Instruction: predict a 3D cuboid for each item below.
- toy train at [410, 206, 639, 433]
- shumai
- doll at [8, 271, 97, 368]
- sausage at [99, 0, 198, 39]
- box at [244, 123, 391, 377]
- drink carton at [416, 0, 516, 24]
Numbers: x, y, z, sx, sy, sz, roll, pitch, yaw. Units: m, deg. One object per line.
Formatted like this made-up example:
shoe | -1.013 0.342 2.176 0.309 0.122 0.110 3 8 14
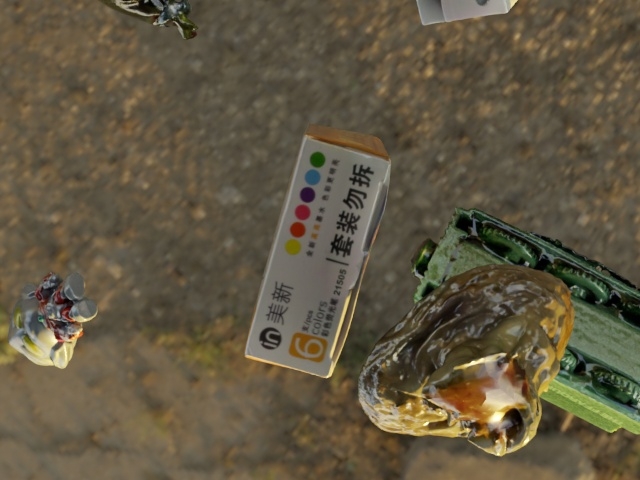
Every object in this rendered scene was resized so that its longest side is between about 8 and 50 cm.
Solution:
toy train | 0.240 0.097 1.687 0.330 0.138 0.178 28 159 -1
shumai | 0.142 0.117 1.366 0.210 0.153 0.161 -26 121 -5
doll | -0.265 0.077 1.562 0.094 0.079 0.180 63 150 5
sausage | -0.202 -0.308 1.481 0.317 0.117 0.125 53 144 23
box | 0.000 0.000 1.538 0.091 0.274 0.220 15 95 -1
drink carton | 0.185 -0.344 1.711 0.107 0.315 0.130 -7 111 25
